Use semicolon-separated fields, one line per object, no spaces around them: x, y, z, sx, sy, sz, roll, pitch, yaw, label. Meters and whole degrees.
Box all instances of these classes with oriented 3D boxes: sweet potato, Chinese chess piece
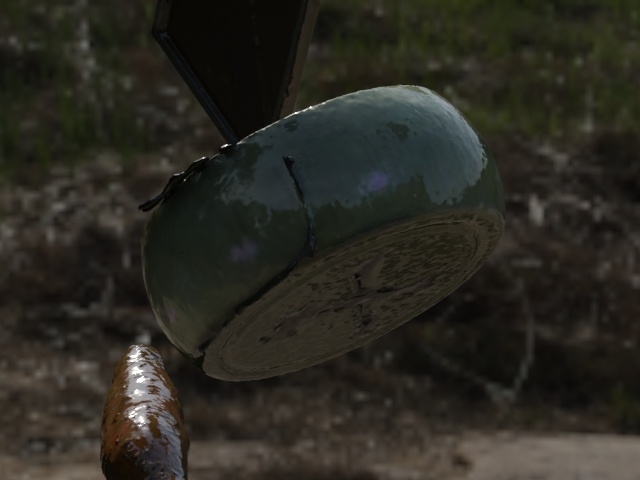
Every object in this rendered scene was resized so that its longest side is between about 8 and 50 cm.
-0.129;0.139;1.375;0.072;0.066;0.314;-43;16;3;sweet potato
0.000;0.000;1.170;0.238;0.092;0.238;-22;-18;-8;Chinese chess piece

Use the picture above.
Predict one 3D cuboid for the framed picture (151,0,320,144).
-0.069;-0.211;1.589;0.016;0.289;0.213;-17;55;-27;framed picture
